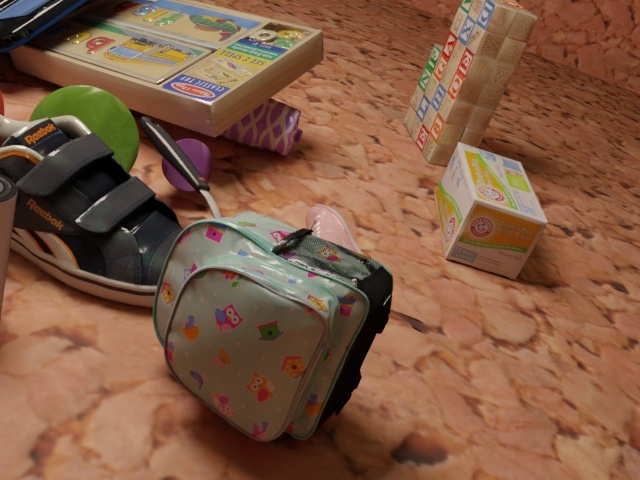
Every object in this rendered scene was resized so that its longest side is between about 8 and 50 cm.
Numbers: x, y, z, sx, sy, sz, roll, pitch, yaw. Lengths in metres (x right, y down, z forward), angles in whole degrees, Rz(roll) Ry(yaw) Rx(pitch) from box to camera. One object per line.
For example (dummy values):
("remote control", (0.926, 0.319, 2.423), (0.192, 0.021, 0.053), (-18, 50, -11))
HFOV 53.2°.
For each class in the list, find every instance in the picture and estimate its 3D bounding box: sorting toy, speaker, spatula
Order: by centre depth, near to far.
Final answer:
("speaker", (-0.290, 0.012, 0.534), (0.055, 0.136, 0.055), (17, 27, -9))
("spatula", (-0.126, -0.033, 0.723), (0.296, 0.030, 0.084), (55, 14, 17))
("sorting toy", (-0.320, -0.131, 0.806), (0.365, 0.127, 0.126), (12, 2, -18))

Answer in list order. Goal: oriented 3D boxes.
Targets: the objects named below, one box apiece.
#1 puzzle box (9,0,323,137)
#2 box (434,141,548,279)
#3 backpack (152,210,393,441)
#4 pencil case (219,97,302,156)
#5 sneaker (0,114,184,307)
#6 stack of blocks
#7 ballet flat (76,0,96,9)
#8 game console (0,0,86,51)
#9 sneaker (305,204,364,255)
("puzzle box", (-0.236, -0.291, 0.976), (0.408, 0.052, 0.272), (21, 46, 24))
("box", (0.249, -0.050, 0.965), (0.114, 0.103, 0.203), (16, 31, -6))
("backpack", (-0.055, 0.065, 0.555), (0.188, 0.166, 0.144), (30, 23, 21))
("pencil case", (-0.131, -0.198, 1.008), (0.206, 0.086, 0.088), (21, -2, 0))
("sneaker", (-0.254, -0.043, 0.654), (0.321, 0.128, 0.126), (23, 30, 2))
("stack of blocks", (0.265, -0.304, 1.182), (0.087, 0.297, 0.171), (8, 34, -18))
("ballet flat", (-0.578, -0.431, 1.068), (0.408, 0.147, 0.147), (-3, 38, -34))
("game console", (-0.467, -0.426, 0.962), (0.250, 0.173, 0.293), (10, 50, 38))
("sneaker", (0.000, 0.000, 0.797), (0.070, 0.051, 0.134), (2, 39, -36))
